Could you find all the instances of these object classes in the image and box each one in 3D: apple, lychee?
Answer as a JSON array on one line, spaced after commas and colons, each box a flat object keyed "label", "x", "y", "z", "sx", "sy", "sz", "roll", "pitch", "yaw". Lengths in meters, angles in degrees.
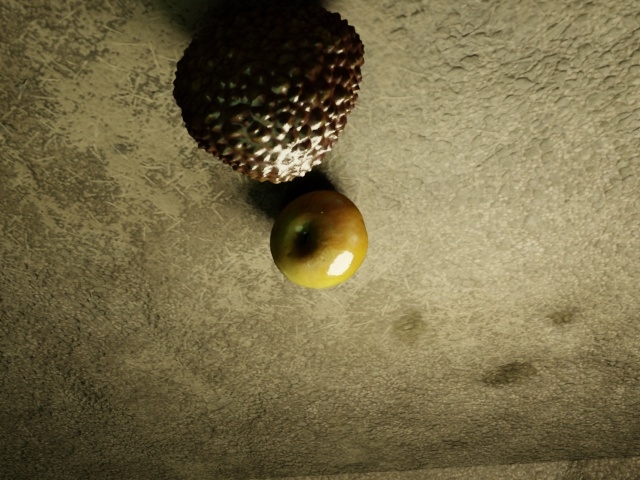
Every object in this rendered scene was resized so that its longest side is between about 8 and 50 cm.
[{"label": "apple", "x": 0.000, "y": 0.000, "z": 1.378, "sx": 0.182, "sy": 0.182, "sz": 0.155, "roll": -23, "pitch": 165, "yaw": 25}, {"label": "lychee", "x": -0.058, "y": -0.212, "z": 1.067, "sx": 0.271, "sy": 0.271, "sz": 0.271, "roll": -1, "pitch": 141, "yaw": -1}]
